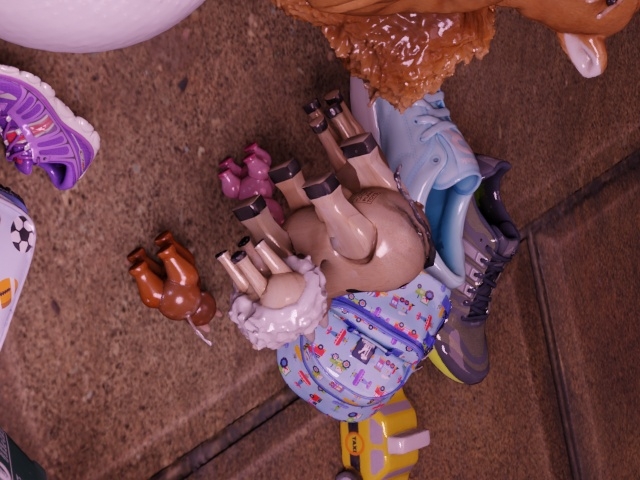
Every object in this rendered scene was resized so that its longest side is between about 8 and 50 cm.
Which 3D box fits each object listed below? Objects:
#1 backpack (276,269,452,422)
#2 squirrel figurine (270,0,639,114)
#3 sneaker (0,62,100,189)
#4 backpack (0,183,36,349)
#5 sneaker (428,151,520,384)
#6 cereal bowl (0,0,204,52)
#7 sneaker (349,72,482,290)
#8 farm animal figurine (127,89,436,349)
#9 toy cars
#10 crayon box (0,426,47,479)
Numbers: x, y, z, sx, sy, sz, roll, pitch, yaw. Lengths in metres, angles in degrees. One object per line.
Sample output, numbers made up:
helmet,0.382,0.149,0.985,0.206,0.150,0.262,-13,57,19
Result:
backpack,0.043,0.104,1.589,0.158,0.117,0.173,37,64,-11
squirrel figurine,0.144,-0.299,1.506,0.370,0.397,0.281,11,71,-25
sneaker,-0.258,-0.100,1.270,0.170,0.068,0.071,41,63,-44
backpack,-0.355,0.028,1.035,0.263,0.213,0.277,28,69,-37
sneaker,0.183,0.031,1.792,0.111,0.121,0.300,-12,98,-52
cereal bowl,-0.193,-0.328,1.179,0.339,0.141,0.339,0,89,-20
sneaker,0.129,-0.110,1.706,0.135,0.150,0.366,0,88,-53
farm animal figurine,0.000,0.000,1.405,0.330,0.326,0.172,-42,109,-25
toy cars,0.039,0.310,1.617,0.176,0.087,0.394,50,51,-38
crayon box,-0.360,0.196,0.940,0.202,0.318,0.081,58,3,-36
